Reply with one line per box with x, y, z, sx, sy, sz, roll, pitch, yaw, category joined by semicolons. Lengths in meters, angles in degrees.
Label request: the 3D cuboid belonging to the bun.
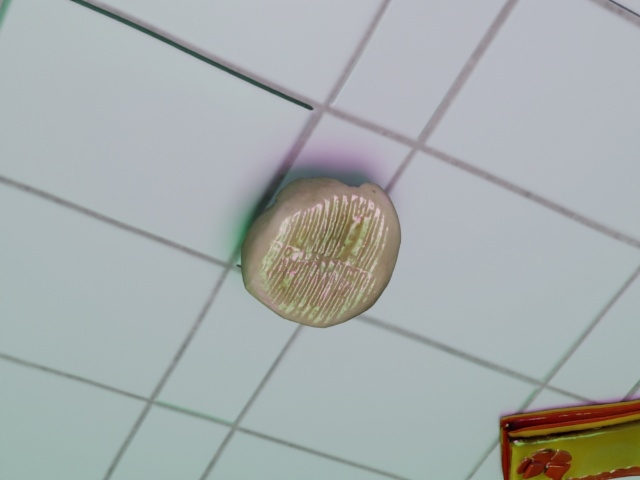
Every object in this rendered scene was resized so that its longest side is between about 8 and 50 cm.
0.000;0.000;1.235;0.178;0.128;0.193;20;108;-19;bun

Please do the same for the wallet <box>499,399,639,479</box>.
0.387;0.310;1.523;0.241;0.067;0.141;-8;126;-2;wallet
